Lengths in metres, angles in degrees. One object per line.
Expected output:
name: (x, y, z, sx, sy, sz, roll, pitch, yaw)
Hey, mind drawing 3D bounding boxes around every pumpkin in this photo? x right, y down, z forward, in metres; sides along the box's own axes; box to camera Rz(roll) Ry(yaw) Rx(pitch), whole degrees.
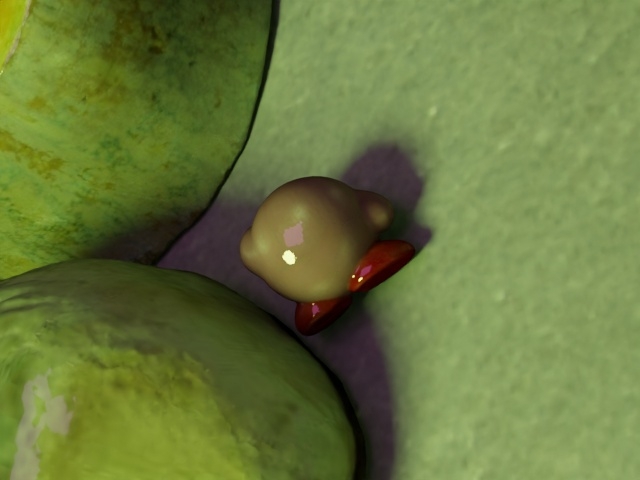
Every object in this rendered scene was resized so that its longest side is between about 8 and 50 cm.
pumpkin: (-0.215, -0.133, 1.007, 0.332, 0.199, 0.332, -12, 72, 39)

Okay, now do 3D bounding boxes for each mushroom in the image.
mushroom: (-0.112, 0.104, 0.867, 0.189, 0.164, 0.267, -51, 51, 17)

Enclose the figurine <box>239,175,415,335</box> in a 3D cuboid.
figurine: (0.000, 0.000, 0.871, 0.083, 0.067, 0.071, -35, 77, 8)
